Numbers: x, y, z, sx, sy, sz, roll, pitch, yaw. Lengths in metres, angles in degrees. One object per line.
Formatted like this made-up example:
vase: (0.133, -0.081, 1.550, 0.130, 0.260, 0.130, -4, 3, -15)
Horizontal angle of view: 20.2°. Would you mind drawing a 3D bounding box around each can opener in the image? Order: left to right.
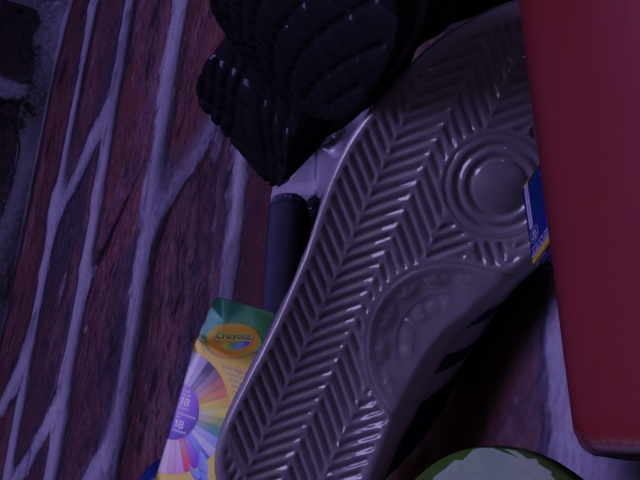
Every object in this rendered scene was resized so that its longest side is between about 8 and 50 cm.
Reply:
can opener: (0.000, 0.000, 1.355, 0.093, 0.074, 0.280, 73, -164, -47)

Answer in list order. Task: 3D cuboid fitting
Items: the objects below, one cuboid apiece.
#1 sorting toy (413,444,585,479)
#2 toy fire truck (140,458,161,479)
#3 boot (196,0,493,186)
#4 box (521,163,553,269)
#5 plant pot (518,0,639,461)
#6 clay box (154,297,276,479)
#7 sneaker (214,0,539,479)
sorting toy: (0.098, 0.171, 0.784, 0.127, 0.126, 0.366, 38, 111, 34)
toy fire truck: (-0.168, 0.298, 1.484, 0.254, 0.169, 0.302, -52, 13, -12)
boot: (0.045, -0.166, 1.060, 0.222, 0.118, 0.338, -40, 2, -16)
box: (0.161, -0.055, 0.869, 0.059, 0.054, 0.169, -91, 24, -45)
plant pot: (0.172, -0.055, 0.504, 0.275, 0.275, 0.243, 162, 113, -71)
clay box: (-0.044, 0.160, 1.216, 0.053, 0.127, 0.222, 21, -94, -64)
sneaker: (0.057, 0.009, 1.050, 0.350, 0.131, 0.148, -56, -5, 17)
